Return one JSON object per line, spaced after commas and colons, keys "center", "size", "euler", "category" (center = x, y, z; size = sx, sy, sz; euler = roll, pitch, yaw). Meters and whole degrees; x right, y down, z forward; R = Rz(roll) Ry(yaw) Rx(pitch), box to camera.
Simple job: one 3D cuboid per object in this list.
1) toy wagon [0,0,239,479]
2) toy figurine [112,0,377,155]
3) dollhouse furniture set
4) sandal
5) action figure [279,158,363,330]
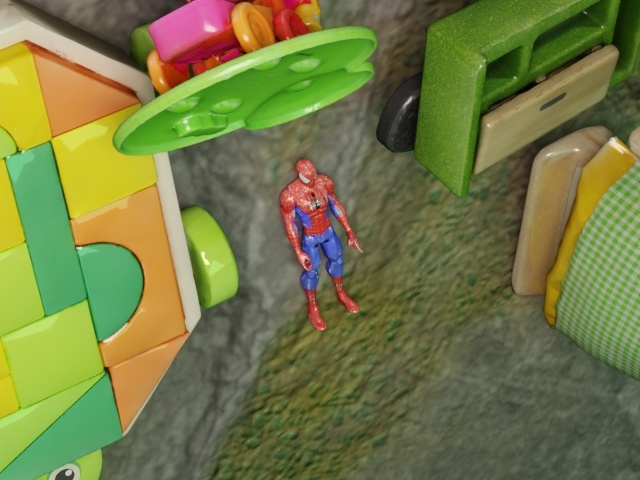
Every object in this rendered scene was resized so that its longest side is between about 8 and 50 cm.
{"center": [-0.168, 0.043, 0.962], "size": [0.267, 0.068, 0.344], "euler": [-24, 130, -20], "category": "toy wagon"}
{"center": [-0.054, -0.138, 0.881], "size": [0.130, 0.159, 0.173], "euler": [-25, 173, 23], "category": "toy figurine"}
{"center": [0.167, 0.014, 1.042], "size": [0.151, 0.197, 0.302], "euler": [-32, 146, -28], "category": "dollhouse furniture set"}
{"center": [0.093, -0.092, 1.068], "size": [0.179, 0.040, 0.067], "euler": [-14, 137, -41], "category": "sandal"}
{"center": [0.000, 0.000, 1.080], "size": [0.038, 0.030, 0.115], "euler": [-24, 128, -14], "category": "action figure"}
